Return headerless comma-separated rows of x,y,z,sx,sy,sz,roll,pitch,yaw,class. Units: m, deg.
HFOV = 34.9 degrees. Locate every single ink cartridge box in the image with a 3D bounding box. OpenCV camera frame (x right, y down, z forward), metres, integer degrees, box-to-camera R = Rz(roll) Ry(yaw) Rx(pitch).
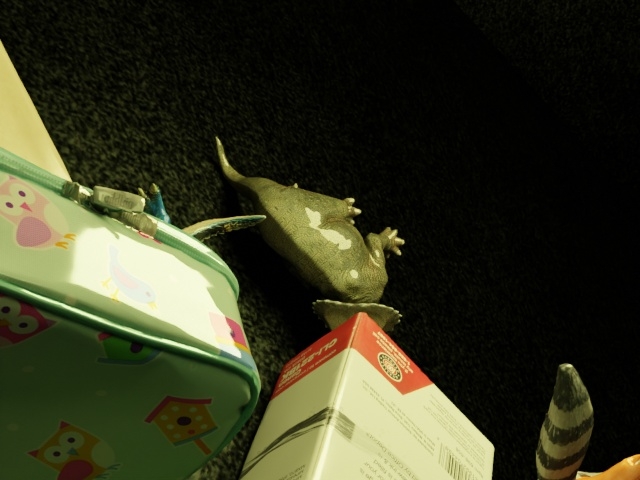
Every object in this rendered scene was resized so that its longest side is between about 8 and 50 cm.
0.039,0.223,0.860,0.197,0.114,0.273,46,27,-13,ink cartridge box

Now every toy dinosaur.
0.000,0.000,1.060,0.314,0.121,0.160,58,15,1,toy dinosaur

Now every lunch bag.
-0.182,0.077,0.522,0.224,0.279,0.108,28,32,-34,lunch bag

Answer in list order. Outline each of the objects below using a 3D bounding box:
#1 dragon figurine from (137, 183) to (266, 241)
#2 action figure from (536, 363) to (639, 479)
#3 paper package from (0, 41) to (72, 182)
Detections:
-0.152,0.035,0.820,0.289,0.085,0.144,3,56,-50,dragon figurine
0.240,0.214,0.874,0.178,0.330,0.341,38,58,15,action figure
-0.355,-0.093,0.581,0.324,0.168,0.310,-4,61,-57,paper package
